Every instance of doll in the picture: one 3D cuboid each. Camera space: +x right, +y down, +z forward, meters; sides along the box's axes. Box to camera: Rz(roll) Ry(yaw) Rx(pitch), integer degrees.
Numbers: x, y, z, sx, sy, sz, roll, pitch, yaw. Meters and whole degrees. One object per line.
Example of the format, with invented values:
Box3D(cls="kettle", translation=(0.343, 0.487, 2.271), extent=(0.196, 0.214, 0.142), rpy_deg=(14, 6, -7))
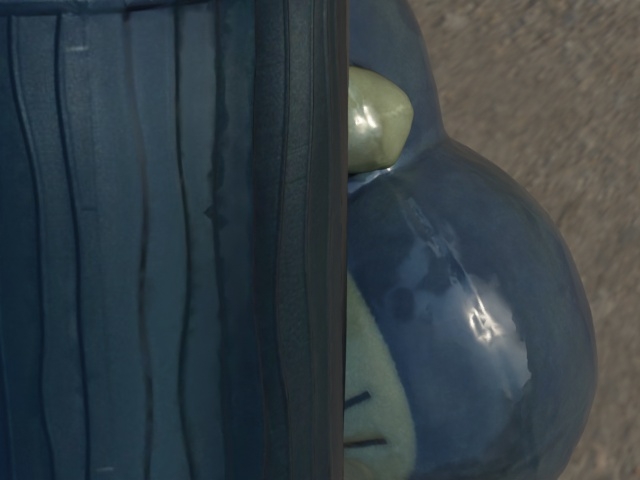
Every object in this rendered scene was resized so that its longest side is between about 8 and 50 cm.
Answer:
Box3D(cls="doll", translation=(0.000, 0.000, 0.746), extent=(0.228, 0.154, 0.258), rpy_deg=(-9, 106, 63))

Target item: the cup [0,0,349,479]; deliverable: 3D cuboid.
Box3D(cls="cup", translation=(-0.043, -0.004, 0.426), extent=(0.113, 0.150, 0.138), rpy_deg=(6, 111, 19))
